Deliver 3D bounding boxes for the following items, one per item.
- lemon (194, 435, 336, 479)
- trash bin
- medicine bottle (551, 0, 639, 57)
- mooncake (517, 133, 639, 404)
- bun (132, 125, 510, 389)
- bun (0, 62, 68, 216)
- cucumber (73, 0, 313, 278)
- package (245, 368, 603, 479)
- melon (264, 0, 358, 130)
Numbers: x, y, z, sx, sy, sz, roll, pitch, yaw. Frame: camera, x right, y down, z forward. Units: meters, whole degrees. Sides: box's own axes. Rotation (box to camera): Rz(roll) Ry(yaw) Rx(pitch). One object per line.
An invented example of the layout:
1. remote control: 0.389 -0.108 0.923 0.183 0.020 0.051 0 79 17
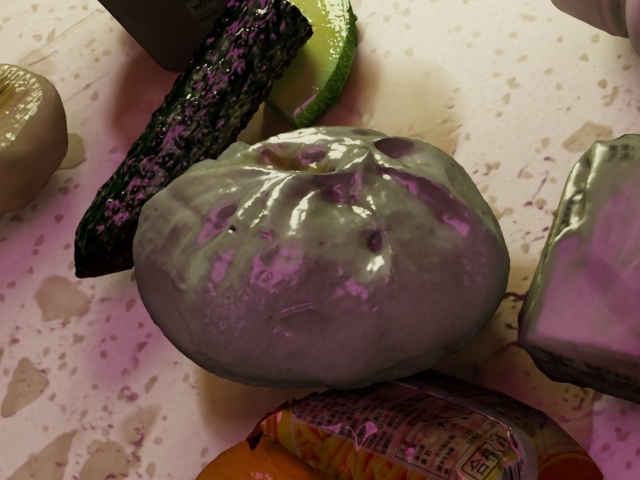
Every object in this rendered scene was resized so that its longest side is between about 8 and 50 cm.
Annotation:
1. lemon: -0.057 0.258 1.440 0.187 0.142 0.142 -44 56 13
2. trash bin: -0.180 -0.335 1.729 0.220 0.250 0.219 -28 58 6
3. medicine bottle: 0.415 -0.232 1.461 0.378 0.213 0.213 31 78 31
4. mooncake: 0.320 0.030 1.409 0.254 0.136 0.250 13 71 22
5. bun: 0.004 -0.002 1.451 0.354 0.194 0.354 -4 24 2
6. bun: -0.376 -0.107 1.767 0.193 0.128 0.178 -39 56 -15
7. cucumber: -0.146 -0.104 1.639 0.096 0.096 0.359 32 84 32
8. package: 0.106 0.178 1.384 0.288 0.223 0.108 25 109 28
9. melon: -0.014 -0.217 1.717 0.118 0.064 0.209 7 69 24
